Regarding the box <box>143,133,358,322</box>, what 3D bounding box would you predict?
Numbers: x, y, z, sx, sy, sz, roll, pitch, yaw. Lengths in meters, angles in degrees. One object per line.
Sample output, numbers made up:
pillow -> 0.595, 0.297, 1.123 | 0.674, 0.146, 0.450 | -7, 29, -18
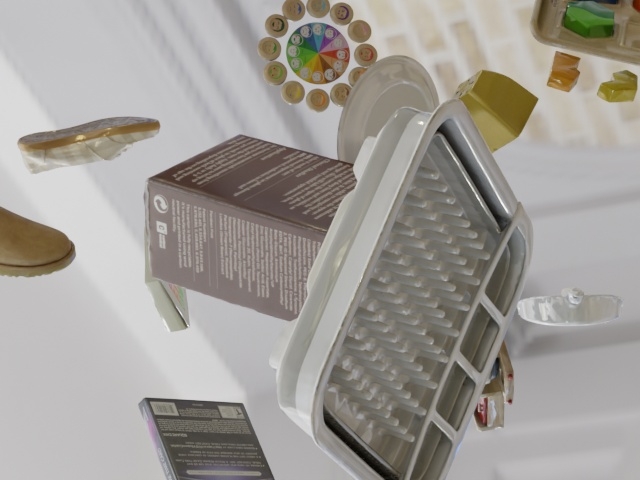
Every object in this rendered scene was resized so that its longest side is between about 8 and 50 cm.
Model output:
box -> 0.000, 0.000, 2.019 | 0.191, 0.381, 0.143 | -30, -53, -47

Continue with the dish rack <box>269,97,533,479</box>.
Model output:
dish rack -> 0.065, 0.057, 1.382 | 0.285, 0.072, 0.333 | -65, -25, -13

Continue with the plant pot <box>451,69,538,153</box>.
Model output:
plant pot -> 0.210, -0.167, 2.186 | 0.083, 0.081, 0.081 | 42, -131, -13

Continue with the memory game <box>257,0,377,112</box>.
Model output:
memory game -> -0.004, -0.282, 2.591 | 0.012, 0.186, 0.186 | 129, 136, -74

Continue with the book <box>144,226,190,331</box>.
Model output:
book -> -0.226, 0.055, 2.492 | 0.144, 0.035, 0.096 | 69, -166, -56

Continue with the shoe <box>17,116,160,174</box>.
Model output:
shoe -> -0.350, -0.146, 2.630 | 0.076, 0.219, 0.058 | -104, 4, -72

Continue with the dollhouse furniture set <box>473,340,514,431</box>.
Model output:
dollhouse furniture set -> 0.178, 0.195, 2.269 | 0.184, 0.129, 0.129 | 84, 175, -47

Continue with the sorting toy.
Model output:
sorting toy -> 0.377, -0.262, 2.163 | 0.307, 0.229, 0.041 | -69, -5, -54

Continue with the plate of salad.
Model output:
plate of salad -> 0.083, -0.139, 2.203 | 0.200, 0.048, 0.200 | -17, -67, -45

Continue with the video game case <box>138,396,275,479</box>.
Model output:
video game case -> -0.146, 0.353, 2.550 | 0.196, 0.026, 0.274 | 9, -134, -43

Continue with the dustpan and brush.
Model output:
dustpan and brush -> 0.340, 0.084, 2.321 | 0.211, 0.147, 0.060 | -43, -49, -83

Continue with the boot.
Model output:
boot -> -0.458, -0.083, 2.356 | 0.089, 0.236, 0.269 | -82, -4, -54
